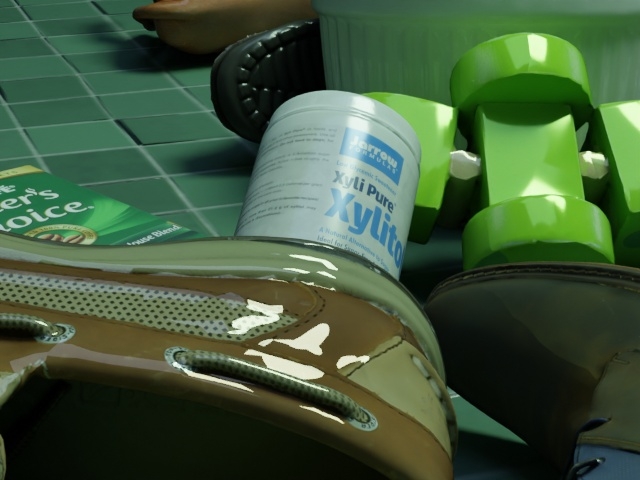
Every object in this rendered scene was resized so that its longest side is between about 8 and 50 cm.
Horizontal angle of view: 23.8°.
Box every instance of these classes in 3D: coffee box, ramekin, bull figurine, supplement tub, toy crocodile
[{"bbox_3d":[-0.124,0.014,0.678,0.113,0.040,0.184,-18,27,-39],"label":"coffee box"},{"bbox_3d":[0.099,-0.095,0.843,0.207,0.109,0.207,-1,12,0],"label":"ramekin"},{"bbox_3d":[-0.004,-0.203,1.179,0.310,0.101,0.188,-6,17,-22],"label":"bull figurine"},{"bbox_3d":[0.000,0.000,0.617,0.071,0.071,0.107,5,54,12],"label":"supplement tub"},{"bbox_3d":[0.162,-0.025,0.711,0.340,0.105,0.115,-1,62,-3],"label":"toy crocodile"}]

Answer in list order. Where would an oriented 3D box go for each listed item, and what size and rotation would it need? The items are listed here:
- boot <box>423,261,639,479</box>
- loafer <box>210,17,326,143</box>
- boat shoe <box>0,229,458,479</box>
[{"bbox_3d":[0.094,0.065,0.488,0.219,0.082,0.106,21,26,40],"label":"boot"},{"bbox_3d":[0.008,-0.098,0.948,0.078,0.080,0.220,2,10,43],"label":"loafer"},{"bbox_3d":[-0.113,0.060,0.451,0.324,0.122,0.120,-4,24,-7],"label":"boat shoe"}]
